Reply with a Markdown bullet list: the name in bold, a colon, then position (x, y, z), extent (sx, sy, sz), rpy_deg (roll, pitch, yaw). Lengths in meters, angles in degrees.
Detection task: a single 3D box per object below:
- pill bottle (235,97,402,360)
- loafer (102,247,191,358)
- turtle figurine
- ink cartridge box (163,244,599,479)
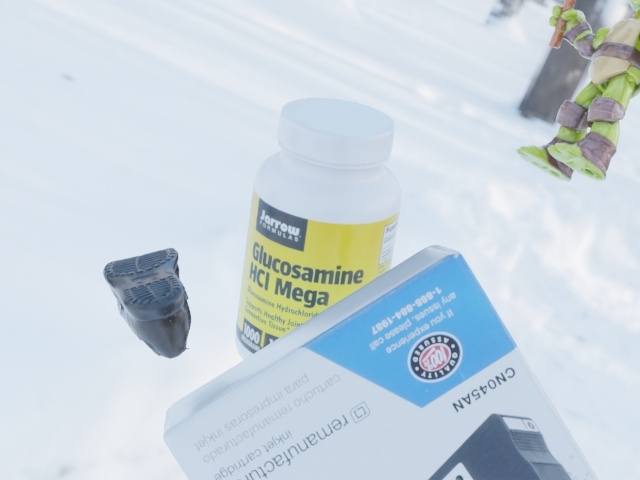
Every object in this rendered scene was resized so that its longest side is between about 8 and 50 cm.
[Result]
- **pill bottle**: position (0.000, 0.000, 1.888), extent (0.188, 0.334, 0.188), rpy_deg (6, 23, -3)
- **loafer**: position (-0.173, 0.066, 1.519), extent (0.080, 0.078, 0.220), rpy_deg (-13, 16, -5)
- **turtle figurine**: position (0.270, -0.160, 1.408), extent (0.087, 0.217, 0.269), rpy_deg (34, -8, -30)
- **ink cartridge box**: position (0.090, 0.243, 1.266), extent (0.395, 0.285, 0.166), rpy_deg (58, -2, -4)
